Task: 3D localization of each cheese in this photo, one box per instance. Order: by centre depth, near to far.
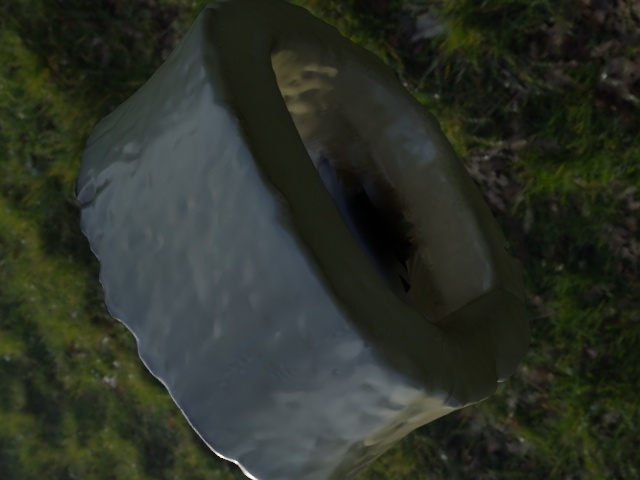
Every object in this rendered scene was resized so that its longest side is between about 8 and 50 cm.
[{"bbox_3d":[0.004,-0.001,0.630,0.153,0.332,0.292,-38,145,29],"label":"cheese"}]
